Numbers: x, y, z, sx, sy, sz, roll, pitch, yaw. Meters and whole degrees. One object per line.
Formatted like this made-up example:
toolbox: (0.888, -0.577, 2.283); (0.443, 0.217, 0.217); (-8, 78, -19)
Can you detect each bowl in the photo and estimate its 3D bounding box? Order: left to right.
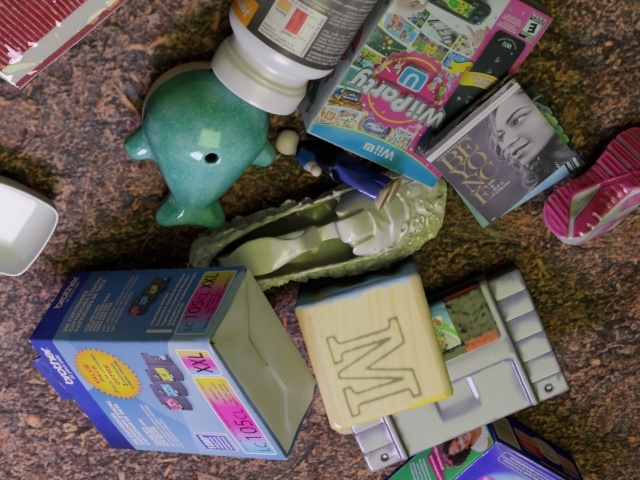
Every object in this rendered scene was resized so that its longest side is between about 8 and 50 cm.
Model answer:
bowl: (-0.459, -0.030, 1.867); (0.142, 0.053, 0.142); (26, 116, -26)

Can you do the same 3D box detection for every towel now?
towel: (-0.418, -0.370, 1.650); (0.237, 0.037, 0.329); (-36, 125, 13)

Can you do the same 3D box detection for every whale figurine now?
whale figurine: (-0.165, -0.112, 1.818); (0.216, 0.141, 0.272); (4, 127, -15)

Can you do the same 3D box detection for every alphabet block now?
alphabet block: (0.080, 0.149, 1.980); (0.193, 0.192, 0.197); (-16, 97, 5)

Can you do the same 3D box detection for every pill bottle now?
pill bottle: (-0.020, -0.312, 1.695); (0.162, 0.162, 0.278); (23, 117, -25)

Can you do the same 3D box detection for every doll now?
doll: (0.018, -0.109, 1.863); (0.189, 0.129, 0.046); (29, 118, 14)

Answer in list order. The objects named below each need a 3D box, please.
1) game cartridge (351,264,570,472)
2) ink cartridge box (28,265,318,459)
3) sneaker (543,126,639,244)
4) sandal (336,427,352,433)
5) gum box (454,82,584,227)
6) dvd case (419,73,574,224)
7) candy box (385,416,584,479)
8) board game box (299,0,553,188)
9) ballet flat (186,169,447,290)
game cartridge: (0.197, 0.206, 2.110); (0.355, 0.068, 0.230); (-24, 102, 4)
ink cartridge box: (-0.239, 0.182, 1.934); (0.395, 0.151, 0.270); (-1, 134, 33)
sneaker: (0.446, -0.083, 2.002); (0.252, 0.103, 0.111); (-33, 164, -4)
sandal: (0.120, 0.272, 2.184); (0.240, 0.079, 0.088); (-36, 124, 14)
gum box: (0.282, -0.126, 1.964); (0.184, 0.041, 0.157); (-32, 125, 12)
dvd case: (0.259, -0.126, 1.880); (0.164, 0.018, 0.221); (-40, 138, 10)
candy box: (0.274, 0.469, 2.329); (0.268, 0.122, 0.317); (33, 111, -30)
board game box: (0.143, -0.249, 1.816); (0.224, 0.097, 0.303); (22, 119, -25)
ballet flat: (0.000, 0.000, 1.915); (0.408, 0.147, 0.147); (-18, 126, 2)
